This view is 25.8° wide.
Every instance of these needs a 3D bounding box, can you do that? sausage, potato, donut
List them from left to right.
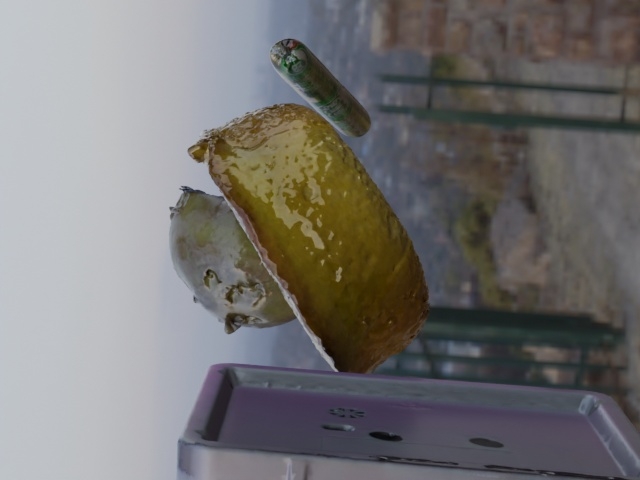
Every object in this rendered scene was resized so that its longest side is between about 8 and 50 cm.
[{"bbox_3d":[-0.039,0.037,1.037,0.172,0.100,0.089,36,-107,-45],"label":"potato"},{"bbox_3d":[0.000,-0.002,0.796,0.174,0.074,0.190,56,177,11],"label":"donut"},{"bbox_3d":[0.003,-0.126,1.193,0.269,0.032,0.033,31,-118,-73],"label":"sausage"}]

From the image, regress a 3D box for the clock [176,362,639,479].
[{"bbox_3d":[0.040,0.105,0.612,0.150,0.197,0.063,-87,2,-82],"label":"clock"}]
